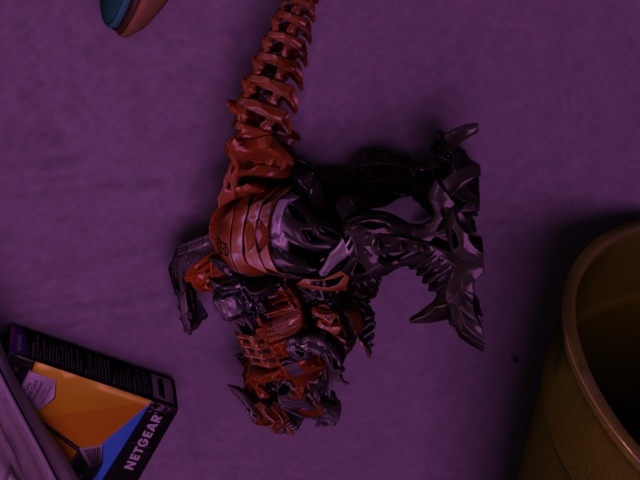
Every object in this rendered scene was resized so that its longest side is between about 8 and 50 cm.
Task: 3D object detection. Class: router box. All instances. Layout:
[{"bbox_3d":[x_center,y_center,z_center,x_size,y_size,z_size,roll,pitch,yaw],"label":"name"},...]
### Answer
[{"bbox_3d":[-0.205,0.163,0.939,0.133,0.046,0.179,22,111,-21],"label":"router box"}]

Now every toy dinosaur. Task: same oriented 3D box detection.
[{"bbox_3d":[0.000,0.000,0.845,0.218,0.164,0.322,0,141,6],"label":"toy dinosaur"}]

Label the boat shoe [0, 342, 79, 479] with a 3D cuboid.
[{"bbox_3d":[-0.283,0.111,0.800,0.136,0.156,0.367,-22,108,11],"label":"boat shoe"}]

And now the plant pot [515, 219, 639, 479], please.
[{"bbox_3d":[0.288,0.230,0.936,0.367,0.366,0.353,7,128,-16],"label":"plant pot"}]

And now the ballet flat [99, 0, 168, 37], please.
[{"bbox_3d":[-0.078,-0.228,0.740,0.073,0.080,0.232,-2,121,-28],"label":"ballet flat"}]
